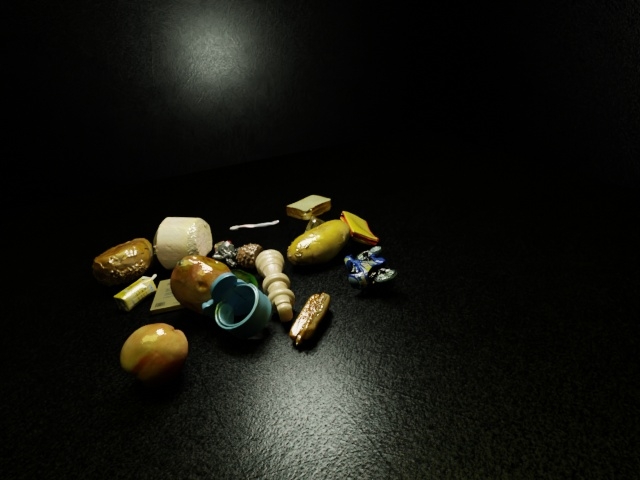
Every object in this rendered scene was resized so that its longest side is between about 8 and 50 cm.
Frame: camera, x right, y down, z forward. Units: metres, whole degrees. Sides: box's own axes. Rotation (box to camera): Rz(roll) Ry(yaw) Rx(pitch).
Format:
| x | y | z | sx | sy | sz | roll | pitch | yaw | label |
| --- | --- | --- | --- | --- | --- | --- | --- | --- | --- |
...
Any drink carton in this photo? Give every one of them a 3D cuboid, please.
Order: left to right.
| x | y | z | sx | sy | sz | roll | pitch | yaw | label |
| --- | --- | --- | --- | --- | --- | --- | --- | --- | --- |
| -0.726 | 0.200 | 1.633 | 0.074 | 0.084 | 0.200 | 4 | 32 | 33 | drink carton |

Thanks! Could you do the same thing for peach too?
| x | y | z | sx | sy | sz | roll | pitch | yaw | label |
| --- | --- | --- | --- | --- | --- | --- | --- | --- | --- |
| -0.475 | 0.328 | 1.165 | 0.184 | 0.184 | 0.184 | -7 | 25 | 3 | peach |
| -0.429 | 0.152 | 1.452 | 0.214 | 0.235 | 0.214 | -23 | 44 | 24 | peach |

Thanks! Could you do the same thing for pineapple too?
| x | y | z | sx | sy | sz | roll | pitch | yaw | label |
| --- | --- | --- | --- | --- | --- | --- | --- | --- | --- |
| -0.365 | 0.067 | 1.769 | 0.237 | 0.111 | 0.119 | 1 | 18 | 23 | pineapple |

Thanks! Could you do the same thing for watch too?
| x | y | z | sx | sy | sz | roll | pitch | yaw | label |
| --- | --- | --- | --- | --- | --- | --- | --- | --- | --- |
| -0.270 | 0.232 | 1.339 | 0.210 | 0.211 | 0.193 | -22 | 40 | -27 | watch |

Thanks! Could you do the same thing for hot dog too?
| x | y | z | sx | sy | sz | roll | pitch | yaw | label |
| --- | --- | --- | --- | --- | --- | --- | --- | --- | --- |
| -0.031 | 0.257 | 1.316 | 0.092 | 0.062 | 0.236 | -12 | 26 | 33 | hot dog |

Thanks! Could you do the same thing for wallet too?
| x | y | z | sx | sy | sz | roll | pitch | yaw | label |
| --- | --- | --- | --- | --- | --- | --- | --- | --- | --- |
| 0.174 | -0.048 | 1.859 | 0.141 | 0.067 | 0.241 | 20 | 20 | -17 | wallet |

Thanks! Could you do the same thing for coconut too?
| x | y | z | sx | sy | sz | roll | pitch | yaw | label |
| --- | --- | --- | --- | --- | --- | --- | --- | --- | --- |
| -0.640 | 0.009 | 1.832 | 0.244 | 0.239 | 0.239 | -4 | 26 | 8 | coconut |

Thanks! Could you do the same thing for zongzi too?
| x | y | z | sx | sy | sz | roll | pitch | yaw | label |
| --- | --- | --- | --- | --- | --- | --- | --- | --- | --- |
| 0.000 | 0.000 | 1.860 | 0.187 | 0.184 | 0.084 | 21 | 13 | -27 | zongzi |

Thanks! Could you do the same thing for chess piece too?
| x | y | z | sx | sy | sz | roll | pitch | yaw | label |
| --- | --- | --- | --- | --- | --- | --- | --- | --- | --- |
| -0.165 | 0.169 | 1.492 | 0.117 | 0.117 | 0.397 | -13 | 27 | -9 | chess piece |

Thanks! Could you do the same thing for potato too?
| x | y | z | sx | sy | sz | roll | pitch | yaw | label |
| --- | --- | --- | --- | --- | --- | --- | --- | --- | --- |
| -0.004 | 0.016 | 1.706 | 0.300 | 0.140 | 0.173 | -30 | 44 | -22 | potato |

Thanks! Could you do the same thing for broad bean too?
| x | y | z | sx | sy | sz | roll | pitch | yaw | label |
| --- | --- | --- | --- | --- | --- | --- | --- | --- | --- |
| -0.337 | 0.171 | 1.607 | 0.144 | 0.049 | 0.292 | -28 | 32 | -29 | broad bean |

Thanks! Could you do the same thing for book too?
| x | y | z | sx | sy | sz | roll | pitch | yaw | label |
| --- | --- | --- | --- | --- | --- | --- | --- | --- | --- |
| -0.586 | 0.213 | 1.626 | 0.161 | 0.026 | 0.231 | -11 | 25 | -6 | book |

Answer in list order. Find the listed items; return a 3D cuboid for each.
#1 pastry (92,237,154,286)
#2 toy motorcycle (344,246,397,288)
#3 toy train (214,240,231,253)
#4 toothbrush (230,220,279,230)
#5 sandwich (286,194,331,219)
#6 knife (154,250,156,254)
| x | y | z | sx | sy | sz | roll | pitch | yaw | label |
| --- | --- | --- | --- | --- | --- | --- | --- | --- | --- |
| -0.867 | 0.103 | 1.788 | 0.255 | 0.162 | 0.311 | -22 | 16 | -3 | pastry |
| 0.170 | 0.107 | 1.517 | 0.168 | 0.113 | 0.315 | -21 | 17 | -5 | toy motorcycle |
| -0.459 | 0.049 | 1.904 | 0.086 | 0.050 | 0.138 | -15 | 27 | -3 | toy train |
| -0.354 | -0.080 | 2.166 | 0.269 | 0.027 | 0.021 | -8 | 60 | 1 | toothbrush |
| -0.060 | -0.187 | 2.255 | 0.186 | 0.065 | 0.214 | 17 | 35 | 42 | sandwich |
| -0.817 | 0.047 | 2.053 | 0.222 | 0.021 | 0.045 | -27 | 34 | -35 | knife |
